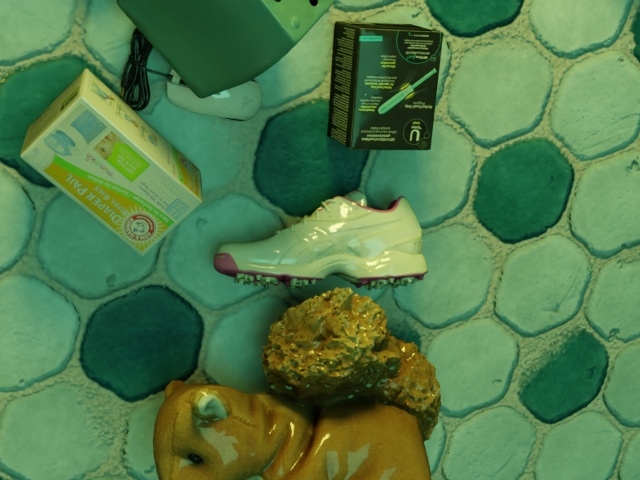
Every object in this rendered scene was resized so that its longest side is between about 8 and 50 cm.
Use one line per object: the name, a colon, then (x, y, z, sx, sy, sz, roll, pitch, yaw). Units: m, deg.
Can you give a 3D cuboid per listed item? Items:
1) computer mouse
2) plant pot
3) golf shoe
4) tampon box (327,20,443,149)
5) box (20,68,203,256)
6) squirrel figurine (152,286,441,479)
computer mouse: (-0.161, -0.204, 1.327, 0.193, 0.042, 0.106, 12, 101, -22)
plant pot: (-0.089, -0.288, 1.198, 0.165, 0.234, 0.165, -51, 118, -20)
golf shoe: (0.000, 0.000, 1.426, 0.306, 0.115, 0.140, 0, 84, -18)
tampon box: (0.084, -0.210, 1.379, 0.120, 0.101, 0.161, -1, 107, -19)
box: (-0.258, -0.096, 1.280, 0.114, 0.103, 0.203, -42, 116, 13)
squirrel figurine: (-0.033, 0.254, 1.431, 0.370, 0.281, 0.397, 26, 82, -14)
